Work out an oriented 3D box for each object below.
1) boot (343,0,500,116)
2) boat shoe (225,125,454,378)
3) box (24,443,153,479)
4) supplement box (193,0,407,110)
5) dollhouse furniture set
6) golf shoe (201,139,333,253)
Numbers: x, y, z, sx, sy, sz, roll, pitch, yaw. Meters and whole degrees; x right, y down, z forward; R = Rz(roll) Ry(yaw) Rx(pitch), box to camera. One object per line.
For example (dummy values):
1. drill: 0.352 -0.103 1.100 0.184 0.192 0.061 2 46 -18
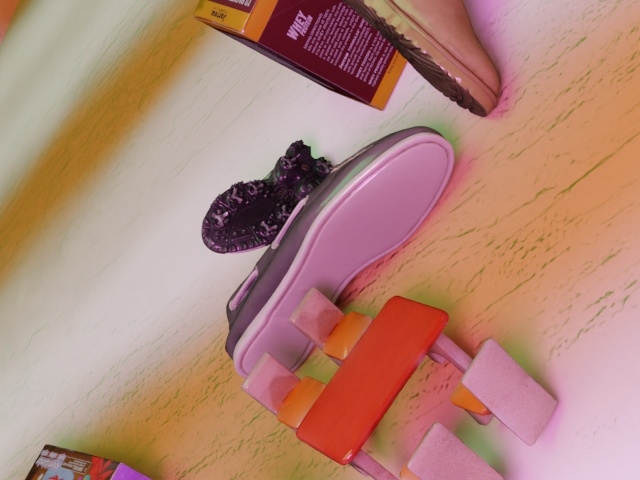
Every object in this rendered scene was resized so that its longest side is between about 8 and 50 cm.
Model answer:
1. boot: 0.162 -0.286 1.002 0.269 0.089 0.236 -44 79 1
2. boat shoe: 0.000 0.000 1.056 0.335 0.112 0.095 -53 41 26
3. box: -0.314 0.350 1.252 0.293 0.057 0.201 -11 47 59
4. supplement box: 0.006 -0.274 1.130 0.129 0.194 0.191 33 98 55
5. dollhouse furniture set: 0.012 0.155 0.866 0.259 0.135 0.262 -54 30 -14
6. golf shoe: -0.062 -0.026 1.137 0.198 0.077 0.094 -38 -10 -44
